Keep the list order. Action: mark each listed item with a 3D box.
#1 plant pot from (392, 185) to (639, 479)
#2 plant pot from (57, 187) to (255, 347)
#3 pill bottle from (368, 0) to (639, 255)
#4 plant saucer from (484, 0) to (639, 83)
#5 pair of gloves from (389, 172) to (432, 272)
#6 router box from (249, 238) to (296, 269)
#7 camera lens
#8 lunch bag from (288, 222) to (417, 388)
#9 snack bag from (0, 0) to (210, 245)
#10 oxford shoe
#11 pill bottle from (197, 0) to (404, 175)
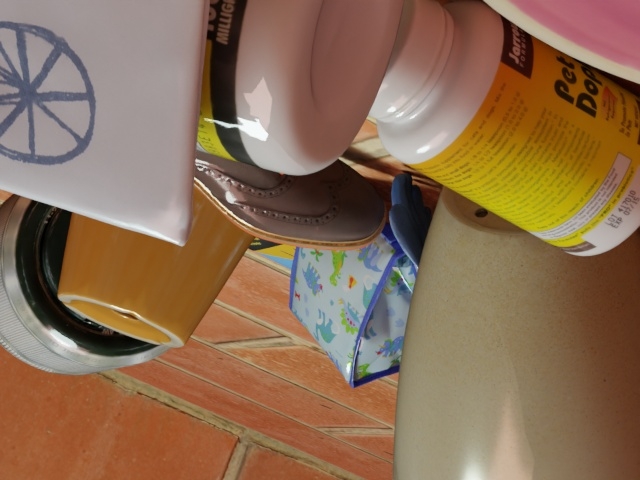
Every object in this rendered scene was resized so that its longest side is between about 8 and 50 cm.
[{"bbox_3d":[0.170,0.071,1.529,0.256,0.256,0.274,13,129,29],"label":"plant pot"},{"bbox_3d":[-0.154,-0.009,1.852,0.205,0.188,0.205,20,167,5],"label":"plant pot"},{"bbox_3d":[0.120,-0.082,1.302,0.215,0.117,0.117,27,165,-26],"label":"pill bottle"},{"bbox_3d":[0.189,-0.153,0.990,0.332,0.084,0.332,21,167,5],"label":"plant saucer"},{"bbox_3d":[0.105,0.030,1.727,0.023,0.159,0.198,-22,153,17],"label":"pair of gloves"},{"bbox_3d":[0.000,0.000,1.962,0.133,0.046,0.179,27,166,-22],"label":"router box"},{"bbox_3d":[-0.244,0.029,2.072,0.219,0.219,0.274,25,166,-15],"label":"camera lens"},{"bbox_3d":[0.039,0.033,1.802,0.129,0.096,0.151,47,145,41],"label":"lunch bag"},{"bbox_3d":[-0.198,-0.190,1.081,0.323,0.342,0.037,17,-151,18],"label":"snack bag"},{"bbox_3d":[-0.057,-0.070,1.676,0.271,0.097,0.098,24,160,-14],"label":"oxford shoe"},{"bbox_3d":[-0.131,-0.167,1.192,0.334,0.188,0.188,16,166,19],"label":"pill bottle"}]
